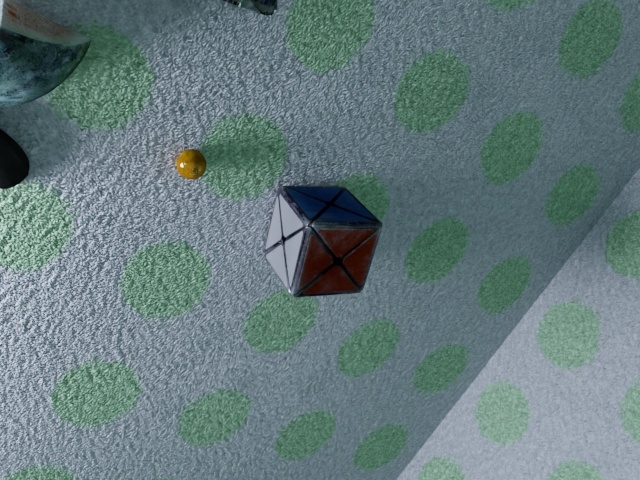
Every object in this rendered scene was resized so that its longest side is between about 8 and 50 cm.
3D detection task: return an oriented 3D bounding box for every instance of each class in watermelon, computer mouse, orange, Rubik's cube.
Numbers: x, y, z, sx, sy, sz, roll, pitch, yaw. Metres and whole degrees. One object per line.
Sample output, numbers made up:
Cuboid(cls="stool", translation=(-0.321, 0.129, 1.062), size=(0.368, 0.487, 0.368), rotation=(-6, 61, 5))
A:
Cuboid(cls="watermelon", translation=(-0.655, -0.408, 1.354), size=(0.319, 0.289, 0.214), rotation=(-25, 93, -8))
Cuboid(cls="computer mouse", translation=(-0.790, -0.213, 1.482), size=(0.137, 0.086, 0.270), rotation=(-41, 129, -1))
Cuboid(cls="orange", translation=(-0.348, -0.206, 1.738), size=(0.083, 0.070, 0.083), rotation=(-25, 136, -26))
Cuboid(cls="Rubik's cube", translation=(0.000, 0.000, 1.943), size=(0.259, 0.260, 0.255), rotation=(2, 120, -27))

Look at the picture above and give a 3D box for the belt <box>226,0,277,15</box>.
Cuboid(cls="belt", translation=(-0.195, -0.617, 1.463), size=(0.257, 0.207, 0.150), rotation=(2, 126, -44))
